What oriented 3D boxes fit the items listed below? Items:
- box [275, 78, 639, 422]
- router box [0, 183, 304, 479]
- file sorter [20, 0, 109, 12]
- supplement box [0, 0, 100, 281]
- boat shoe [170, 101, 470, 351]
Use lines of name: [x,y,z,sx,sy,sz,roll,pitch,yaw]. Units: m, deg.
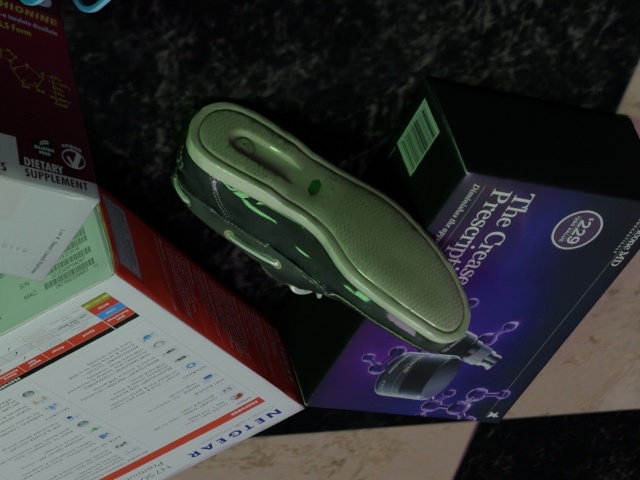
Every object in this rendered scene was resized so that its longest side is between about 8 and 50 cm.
box: [0.110,0.017,1.341,0.184,0.103,0.261,6,135,-30]
router box: [-0.226,0.119,1.314,0.335,0.082,0.301,-27,149,12]
file sorter: [-0.171,-0.192,0.935,0.170,0.104,0.118,0,154,-45]
supplement box: [-0.207,-0.099,0.974,0.130,0.239,0.073,14,131,-33]
boat shoe: [0.000,0.000,1.223,0.233,0.084,0.079,36,135,3]
